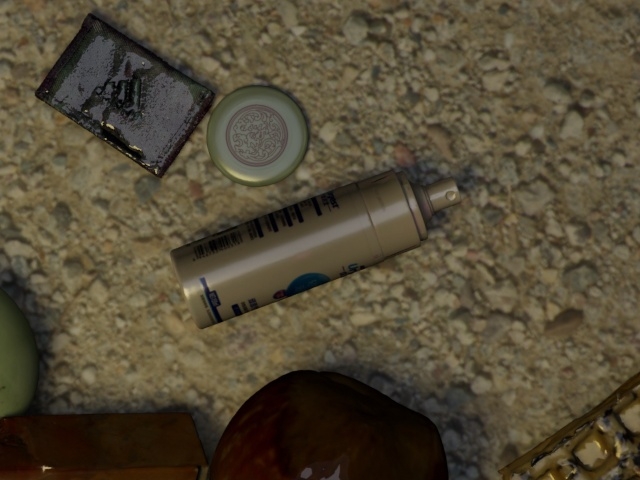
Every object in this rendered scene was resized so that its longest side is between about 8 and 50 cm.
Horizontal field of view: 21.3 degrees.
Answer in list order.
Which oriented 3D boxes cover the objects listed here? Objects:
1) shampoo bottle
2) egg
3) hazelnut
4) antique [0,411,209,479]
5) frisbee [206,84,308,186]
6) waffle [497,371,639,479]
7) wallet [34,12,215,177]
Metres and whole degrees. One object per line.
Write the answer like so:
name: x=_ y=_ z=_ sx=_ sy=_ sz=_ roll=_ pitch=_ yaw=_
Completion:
shampoo bottle: x=0.000 y=0.000 z=1.767 sx=0.303 sy=0.092 sz=0.092 roll=-20 pitch=85 yaw=-2
egg: x=-0.368 y=0.113 z=1.733 sx=0.149 sy=0.149 sz=0.192 roll=-28 pitch=76 yaw=-1
hazelnut: x=0.006 y=0.246 z=1.691 sx=0.234 sy=0.218 sz=0.218 roll=24 pitch=86 yaw=3
antique: x=-0.274 y=0.234 z=1.686 sx=0.310 sy=0.087 sz=0.093 roll=1 pitch=125 yaw=-21
frisbee: x=-0.068 y=-0.112 z=1.814 sx=0.110 sy=0.014 sz=0.110 roll=0 pitch=86 yaw=1
waffle: x=0.388 y=0.314 z=1.723 sx=0.261 sy=0.114 sz=0.376 roll=-35 pitch=86 yaw=-1
wallet: x=-0.208 y=-0.154 z=1.812 sx=0.166 sy=0.030 sz=0.111 roll=34 pitch=82 yaw=2
